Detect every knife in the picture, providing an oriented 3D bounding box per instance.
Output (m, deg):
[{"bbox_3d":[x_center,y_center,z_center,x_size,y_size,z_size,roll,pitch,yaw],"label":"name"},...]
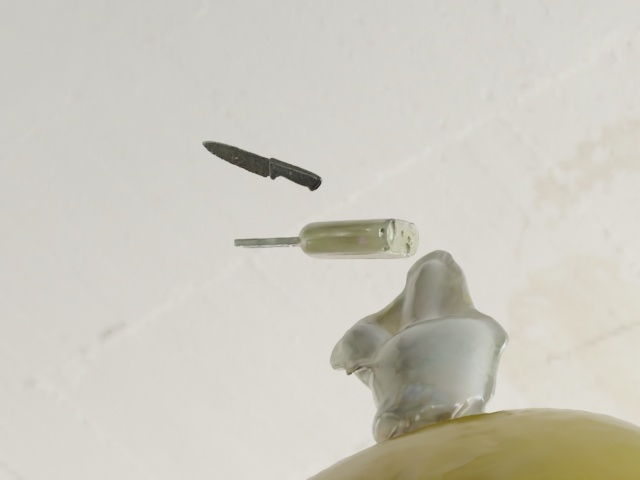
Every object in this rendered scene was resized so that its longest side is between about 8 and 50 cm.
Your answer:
[{"bbox_3d":[-0.061,-0.077,1.568,0.170,0.023,0.010,22,17,39],"label":"knife"}]

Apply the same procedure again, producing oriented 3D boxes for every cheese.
[{"bbox_3d":[0.000,0.000,1.579,0.192,0.037,0.097,-1,-6,28],"label":"cheese"}]

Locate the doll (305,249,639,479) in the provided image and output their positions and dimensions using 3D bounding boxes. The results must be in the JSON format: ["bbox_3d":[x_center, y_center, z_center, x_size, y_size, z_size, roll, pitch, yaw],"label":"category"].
[{"bbox_3d":[0.089,0.123,0.552,0.423,0.348,0.161,-3,-46,37],"label":"doll"}]
